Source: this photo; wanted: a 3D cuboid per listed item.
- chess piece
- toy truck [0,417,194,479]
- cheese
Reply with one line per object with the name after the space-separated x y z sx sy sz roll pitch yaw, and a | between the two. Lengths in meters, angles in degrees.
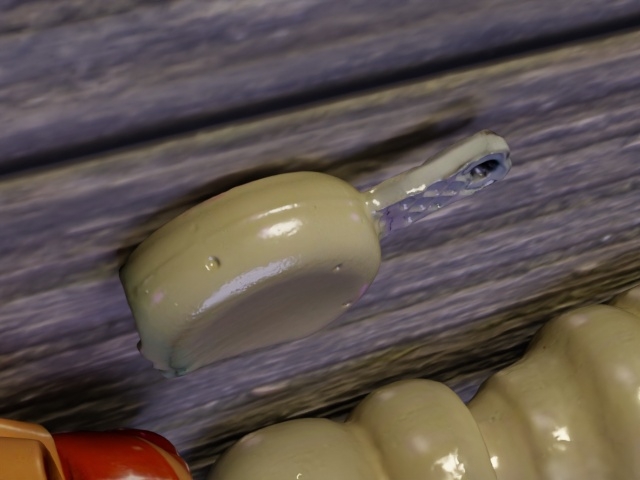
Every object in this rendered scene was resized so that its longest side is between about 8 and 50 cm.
0.077 0.131 1.019 0.300 0.167 0.167 -13 154 -14 | chess piece
-0.165 0.180 0.809 0.265 0.189 0.239 -39 144 27 | toy truck
-0.001 0.004 0.770 0.171 0.047 0.092 -19 157 -20 | cheese
